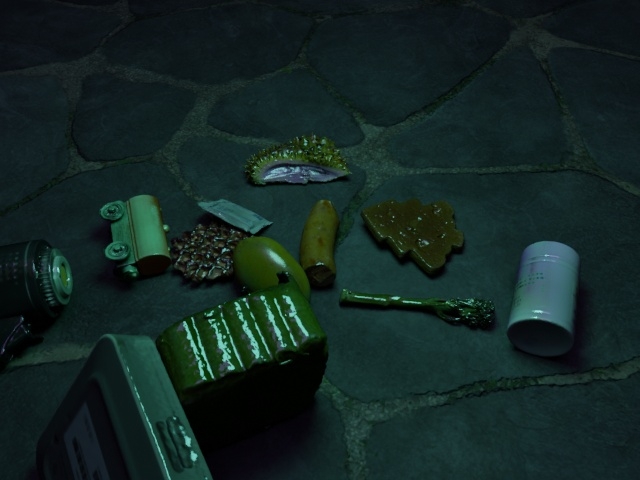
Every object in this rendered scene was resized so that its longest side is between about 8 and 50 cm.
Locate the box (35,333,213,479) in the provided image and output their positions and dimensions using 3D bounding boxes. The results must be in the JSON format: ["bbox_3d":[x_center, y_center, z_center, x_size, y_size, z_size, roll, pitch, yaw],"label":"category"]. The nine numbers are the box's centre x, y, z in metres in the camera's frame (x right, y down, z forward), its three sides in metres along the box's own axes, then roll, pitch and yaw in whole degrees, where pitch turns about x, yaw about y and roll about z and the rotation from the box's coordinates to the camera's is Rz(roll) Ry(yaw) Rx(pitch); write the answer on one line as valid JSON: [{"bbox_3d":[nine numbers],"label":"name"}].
[{"bbox_3d":[-0.382,0.429,1.050,0.111,0.396,0.396,13,31,-47],"label":"box"}]

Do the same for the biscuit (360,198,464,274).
[{"bbox_3d":[0.259,-0.036,1.631,0.301,0.043,0.278,20,50,9],"label":"biscuit"}]

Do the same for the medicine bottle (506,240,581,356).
[{"bbox_3d":[0.552,0.139,1.410,0.152,0.152,0.254,16,51,14],"label":"medicine bottle"}]

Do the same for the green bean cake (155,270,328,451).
[{"bbox_3d":[-0.164,0.252,1.204,0.319,0.335,0.218,-18,51,-21],"label":"green bean cake"}]

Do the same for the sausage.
[{"bbox_3d":[0.000,0.001,1.579,0.108,0.109,0.271,4,50,5],"label":"sausage"}]

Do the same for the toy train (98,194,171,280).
[{"bbox_3d":[-0.507,-0.014,1.592,0.177,0.116,0.285,-14,49,-12],"label":"toy train"}]

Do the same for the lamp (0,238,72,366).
[{"bbox_3d":[-0.770,0.101,1.432,0.272,0.205,0.374,-28,70,-16],"label":"lamp"}]

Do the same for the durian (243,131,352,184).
[{"bbox_3d":[-0.076,-0.272,1.813,0.341,0.112,0.191,-3,51,1],"label":"durian"}]

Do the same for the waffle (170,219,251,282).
[{"bbox_3d":[-0.299,0.029,1.593,0.234,0.055,0.221,-23,50,-24],"label":"waffle"}]

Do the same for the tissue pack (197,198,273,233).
[{"bbox_3d":[-0.245,-0.076,1.661,0.193,0.026,0.122,25,23,14],"label":"tissue pack"}]

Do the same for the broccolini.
[{"bbox_3d":[0.243,0.159,1.448,0.392,0.074,0.079,5,42,3],"label":"broccolini"}]

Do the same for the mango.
[{"bbox_3d":[-0.124,0.093,1.469,0.251,0.114,0.156,41,102,21],"label":"mango"}]
